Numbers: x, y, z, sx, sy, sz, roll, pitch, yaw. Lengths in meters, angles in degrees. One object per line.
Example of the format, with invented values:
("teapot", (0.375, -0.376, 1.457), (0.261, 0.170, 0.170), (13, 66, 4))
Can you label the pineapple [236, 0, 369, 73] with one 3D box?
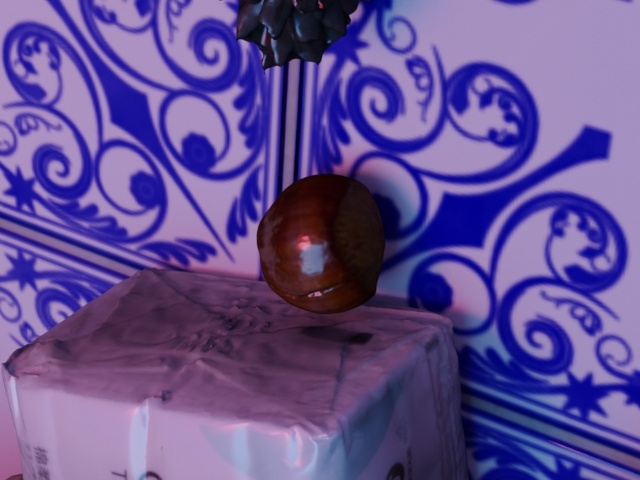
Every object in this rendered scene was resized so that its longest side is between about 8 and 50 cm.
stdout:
("pineapple", (0.010, -0.215, 1.015), (0.157, 0.158, 0.279), (31, 138, 18))

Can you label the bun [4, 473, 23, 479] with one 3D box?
("bun", (-0.296, 0.326, 1.389), (0.227, 0.352, 0.349), (63, 169, 5))

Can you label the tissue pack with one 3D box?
("tissue pack", (-0.039, 0.220, 1.232), (0.266, 0.194, 0.357), (8, 118, 33))

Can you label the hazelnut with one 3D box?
("hazelnut", (0.000, 0.000, 1.161), (0.086, 0.086, 0.086), (16, 122, 27))
